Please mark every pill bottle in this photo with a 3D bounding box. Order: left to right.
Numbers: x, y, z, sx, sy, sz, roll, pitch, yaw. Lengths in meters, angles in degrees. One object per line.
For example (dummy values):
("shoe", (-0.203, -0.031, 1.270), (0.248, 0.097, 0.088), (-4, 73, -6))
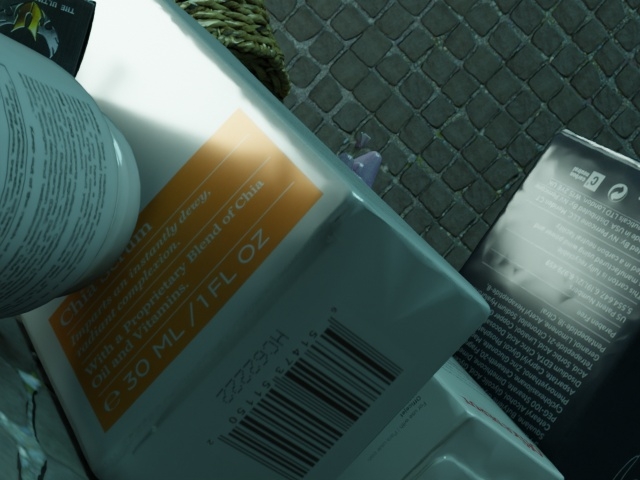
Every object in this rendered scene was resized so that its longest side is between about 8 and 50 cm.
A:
("pill bottle", (-0.202, -0.037, 0.629), (0.160, 0.160, 0.283), (44, 5, 10))

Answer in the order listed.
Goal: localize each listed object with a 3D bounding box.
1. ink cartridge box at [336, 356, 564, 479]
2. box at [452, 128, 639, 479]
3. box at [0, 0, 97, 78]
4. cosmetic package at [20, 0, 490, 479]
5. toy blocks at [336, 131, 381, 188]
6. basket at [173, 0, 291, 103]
("ink cartridge box", (0.033, 0.147, 0.935), (0.171, 0.168, 0.233), (38, 7, -47))
("box", (0.252, 0.154, 1.119), (0.293, 0.395, 0.212), (35, 0, -40))
("box", (-0.279, -0.149, 0.783), (0.231, 0.056, 0.183), (19, -12, -21))
("cosmetic package", (-0.107, -0.019, 0.883), (0.161, 0.230, 0.453), (38, 6, -40))
("toy blocks", (0.000, 0.000, 1.458), (0.309, 0.260, 0.288), (44, 4, 11))
("basket", (-0.173, -0.237, 1.236), (0.223, 0.213, 0.299), (68, 16, 13))
